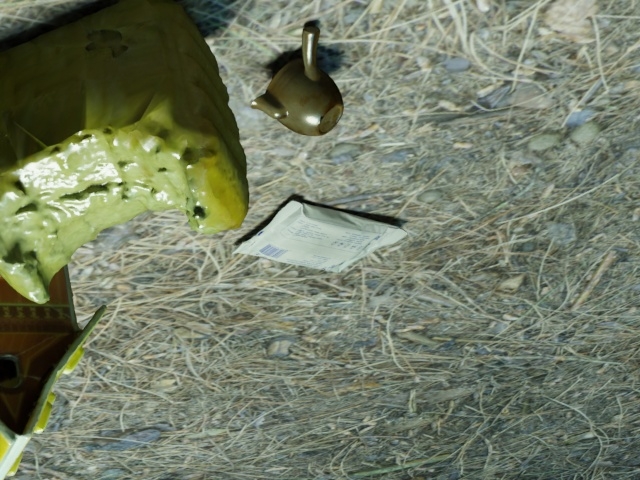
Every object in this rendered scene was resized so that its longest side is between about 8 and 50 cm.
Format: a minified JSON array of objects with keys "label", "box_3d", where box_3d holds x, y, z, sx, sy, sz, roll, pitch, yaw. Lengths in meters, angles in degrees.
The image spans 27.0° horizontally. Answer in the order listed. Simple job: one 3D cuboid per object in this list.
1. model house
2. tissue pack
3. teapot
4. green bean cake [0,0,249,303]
[{"label":"model house","box_3d":[-0.400,0.096,1.300,0.340,0.324,0.300,2,147,-30]},{"label":"tissue pack","box_3d":[0.000,0.000,1.650,0.193,0.026,0.122,12,143,-41]},{"label":"teapot","box_3d":[-0.018,-0.154,1.305,0.085,0.080,0.110,-31,152,-40]},{"label":"green bean cake","box_3d":[-0.196,-0.085,1.178,0.236,0.233,0.124,-21,146,8]}]
